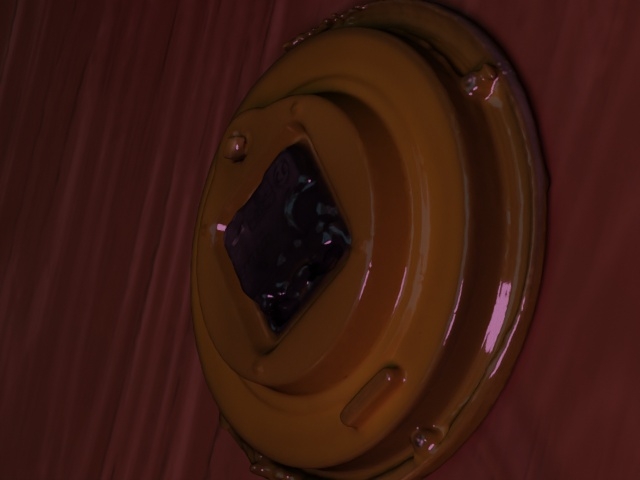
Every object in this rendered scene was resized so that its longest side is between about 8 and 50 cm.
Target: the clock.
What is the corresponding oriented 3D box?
[{"bbox_3d":[0.000,0.000,0.602,0.237,0.057,0.237,-15,71,49],"label":"clock"}]
